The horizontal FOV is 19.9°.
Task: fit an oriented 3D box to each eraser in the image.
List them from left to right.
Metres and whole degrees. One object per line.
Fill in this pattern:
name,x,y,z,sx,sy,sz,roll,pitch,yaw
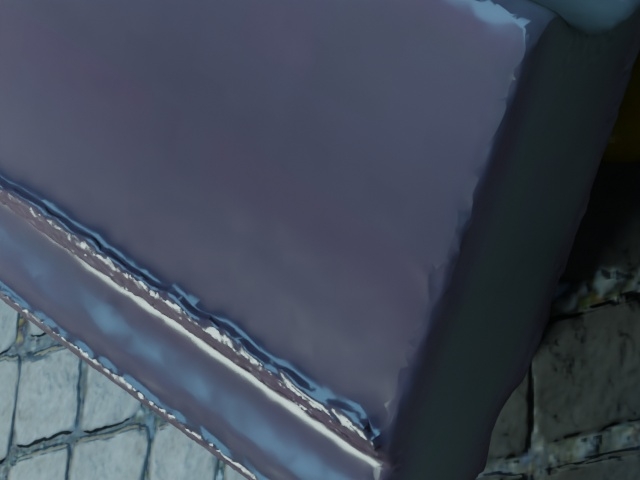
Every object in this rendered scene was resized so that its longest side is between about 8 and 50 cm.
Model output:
eraser,-0.053,-0.062,0.870,0.359,0.122,0.272,32,121,27

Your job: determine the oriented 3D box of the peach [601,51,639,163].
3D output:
peach,0.160,-0.162,0.873,0.251,0.153,0.251,-5,80,28
